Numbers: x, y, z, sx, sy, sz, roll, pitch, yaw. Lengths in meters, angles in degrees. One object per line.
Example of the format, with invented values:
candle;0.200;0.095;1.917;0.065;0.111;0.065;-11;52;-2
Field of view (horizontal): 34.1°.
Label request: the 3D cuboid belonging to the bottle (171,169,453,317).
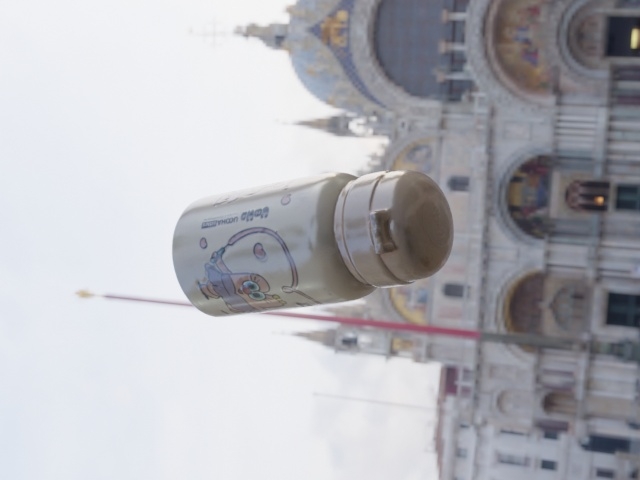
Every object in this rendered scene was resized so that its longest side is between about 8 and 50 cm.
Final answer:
bottle;0.000;0.000;0.773;0.110;0.209;0.097;-15;-85;-55
